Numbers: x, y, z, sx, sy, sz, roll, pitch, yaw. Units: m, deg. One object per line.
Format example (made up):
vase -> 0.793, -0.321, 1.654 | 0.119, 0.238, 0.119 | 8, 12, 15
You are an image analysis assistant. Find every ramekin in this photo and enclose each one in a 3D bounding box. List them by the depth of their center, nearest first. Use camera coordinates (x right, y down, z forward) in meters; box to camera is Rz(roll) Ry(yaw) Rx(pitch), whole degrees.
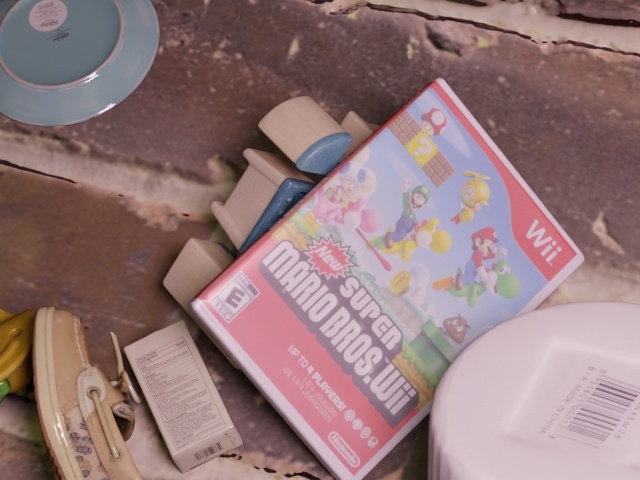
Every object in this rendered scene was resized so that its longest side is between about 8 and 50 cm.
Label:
ramekin -> 0.207, 0.166, 1.289 | 0.277, 0.135, 0.277 | -5, 35, 3

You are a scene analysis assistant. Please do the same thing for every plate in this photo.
plate -> -0.250, -0.195, 1.696 | 0.188, 0.024, 0.188 | -4, 61, 8

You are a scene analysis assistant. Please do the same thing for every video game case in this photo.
video game case -> 0.059, 0.034, 1.442 | 0.285, 0.025, 0.204 | -43, 102, -14

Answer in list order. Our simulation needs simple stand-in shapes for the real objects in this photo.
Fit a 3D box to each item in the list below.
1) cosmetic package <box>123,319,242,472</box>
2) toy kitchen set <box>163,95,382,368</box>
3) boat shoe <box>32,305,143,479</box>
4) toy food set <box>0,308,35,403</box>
cosmetic package -> -0.116, 0.131, 1.478 | 0.060, 0.041, 0.115 | -25, 60, -4
toy kitchen set -> 0.000, 0.000, 1.517 | 0.122, 0.166, 0.207 | 46, 113, 35
boat shoe -> -0.172, 0.181, 1.433 | 0.089, 0.104, 0.285 | -16, 70, -4
toy food set -> -0.336, 0.133, 1.508 | 0.217, 0.071, 0.128 | -23, 36, -6
